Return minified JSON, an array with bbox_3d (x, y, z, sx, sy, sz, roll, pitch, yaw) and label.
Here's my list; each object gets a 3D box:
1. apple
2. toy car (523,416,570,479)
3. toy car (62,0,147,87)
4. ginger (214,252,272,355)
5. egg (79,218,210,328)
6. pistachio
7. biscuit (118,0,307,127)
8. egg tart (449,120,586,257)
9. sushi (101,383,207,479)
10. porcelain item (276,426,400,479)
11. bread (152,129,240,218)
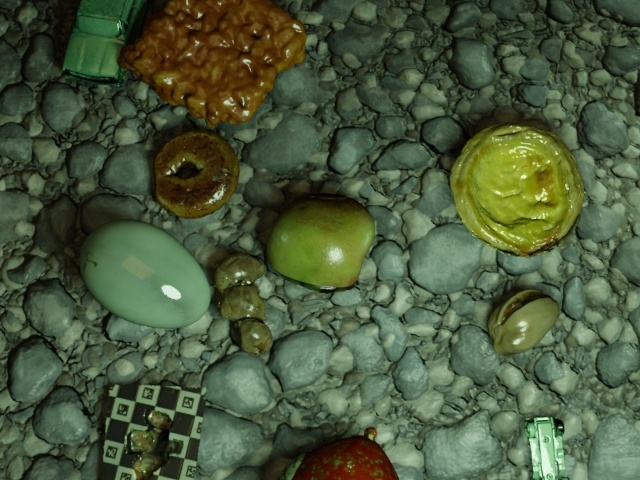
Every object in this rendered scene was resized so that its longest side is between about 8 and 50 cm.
[{"bbox_3d":[0.000,0.000,1.721,0.188,0.174,0.207,22,59,5],"label":"apple"},{"bbox_3d":[0.412,0.394,1.645,0.073,0.054,0.143,-5,77,1],"label":"toy car"},{"bbox_3d":[-0.451,-0.484,1.907,0.141,0.097,0.321,10,74,4],"label":"toy car"},{"bbox_3d":[-0.145,0.121,1.727,0.104,0.080,0.204,-10,71,-7],"label":"ginger"},{"bbox_3d":[-0.328,0.067,1.695,0.264,0.183,0.183,31,76,4],"label":"egg"},{"bbox_3d":[0.382,0.153,1.695,0.149,0.113,0.113,-27,74,-14],"label":"pistachio"},{"bbox_3d":[-0.214,-0.400,1.865,0.318,0.110,0.312,35,74,4],"label":"biscuit"},{"bbox_3d":[0.385,-0.098,1.776,0.278,0.095,0.279,0,78,-1],"label":"egg tart"},{"bbox_3d":[-0.307,0.376,1.677,0.192,0.040,0.210,1,76,9],"label":"sushi"},{"bbox_3d":[0.050,0.428,1.548,0.252,0.253,0.253,0,73,1],"label":"porcelain item"},{"bbox_3d":[-0.250,-0.133,1.818,0.193,0.064,0.193,-2,73,7],"label":"bread"}]
